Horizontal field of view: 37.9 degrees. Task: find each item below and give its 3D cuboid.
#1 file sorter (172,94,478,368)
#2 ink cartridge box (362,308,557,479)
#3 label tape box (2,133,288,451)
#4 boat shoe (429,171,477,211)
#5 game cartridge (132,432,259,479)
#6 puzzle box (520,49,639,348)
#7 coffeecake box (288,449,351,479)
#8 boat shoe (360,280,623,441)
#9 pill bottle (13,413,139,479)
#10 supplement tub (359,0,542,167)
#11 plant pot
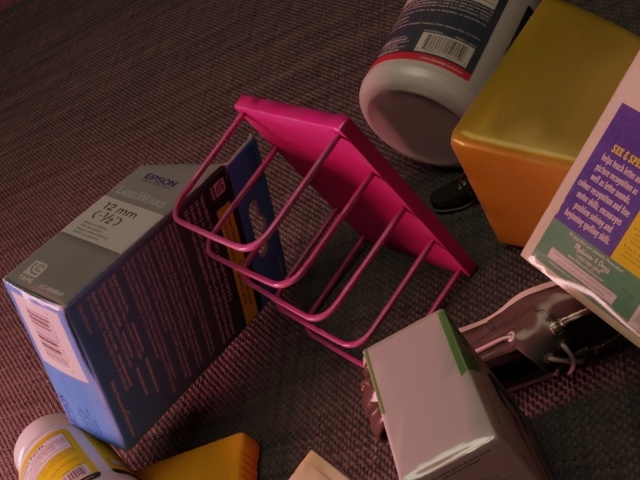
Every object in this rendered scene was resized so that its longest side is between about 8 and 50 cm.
[{"bbox_3d":[0.000,0.000,1.098,0.202,0.290,0.182,21,72,49],"label":"file sorter"},{"bbox_3d":[0.141,0.190,0.854,0.093,0.212,0.154,-30,39,11],"label":"ink cartridge box"},{"bbox_3d":[-0.197,0.049,1.169,0.115,0.249,0.348,16,46,29],"label":"label tape box"},{"bbox_3d":[0.197,-0.076,1.197,0.133,0.042,0.049,-21,45,28],"label":"boat shoe"},{"bbox_3d":[-0.200,0.408,1.086,0.285,0.053,0.324,-24,39,23],"label":"game cartridge"},{"bbox_3d":[0.369,0.006,0.711,0.409,0.052,0.272,44,115,41],"label":"puzzle box"},{"bbox_3d":[0.061,0.288,0.851,0.068,0.185,0.142,-51,38,-10],"label":"coffeecake box"},{"bbox_3d":[0.188,0.128,0.963,0.335,0.112,0.096,-24,50,30],"label":"boat shoe"},{"bbox_3d":[-0.298,0.299,1.144,0.119,0.119,0.208,-50,36,-10],"label":"pill bottle"},{"bbox_3d":[0.186,-0.253,1.250,0.191,0.191,0.272,4,57,44],"label":"supplement tub"},{"bbox_3d":[0.299,-0.105,1.013,0.187,0.212,0.212,23,70,38],"label":"plant pot"}]
